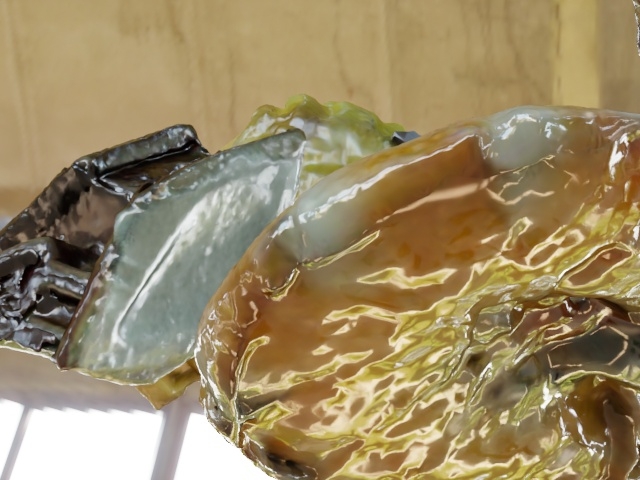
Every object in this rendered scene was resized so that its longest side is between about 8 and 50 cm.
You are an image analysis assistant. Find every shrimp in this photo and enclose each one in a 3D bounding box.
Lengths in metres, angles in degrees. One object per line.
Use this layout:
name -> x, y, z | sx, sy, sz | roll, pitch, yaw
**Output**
shrimp -> 0.087, 0.036, 0.565 | 0.164, 0.062, 0.317 | -33, -33, 21

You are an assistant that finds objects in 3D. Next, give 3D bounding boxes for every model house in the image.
model house -> -0.111, 0.002, 0.902 | 0.152, 0.165, 0.106 | 12, -68, 41

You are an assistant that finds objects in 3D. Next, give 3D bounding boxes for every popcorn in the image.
popcorn -> 0.003, -0.006, 1.081 | 0.173, 0.173, 0.142 | 6, -43, 5

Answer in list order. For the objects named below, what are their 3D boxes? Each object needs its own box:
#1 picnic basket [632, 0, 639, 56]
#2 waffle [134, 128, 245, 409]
picnic basket -> 0.375, -0.235, 1.323 | 0.129, 0.297, 0.222 | 35, -29, 37
waffle -> -0.096, 0.021, 1.649 | 0.274, 0.057, 0.168 | -35, -69, 13
